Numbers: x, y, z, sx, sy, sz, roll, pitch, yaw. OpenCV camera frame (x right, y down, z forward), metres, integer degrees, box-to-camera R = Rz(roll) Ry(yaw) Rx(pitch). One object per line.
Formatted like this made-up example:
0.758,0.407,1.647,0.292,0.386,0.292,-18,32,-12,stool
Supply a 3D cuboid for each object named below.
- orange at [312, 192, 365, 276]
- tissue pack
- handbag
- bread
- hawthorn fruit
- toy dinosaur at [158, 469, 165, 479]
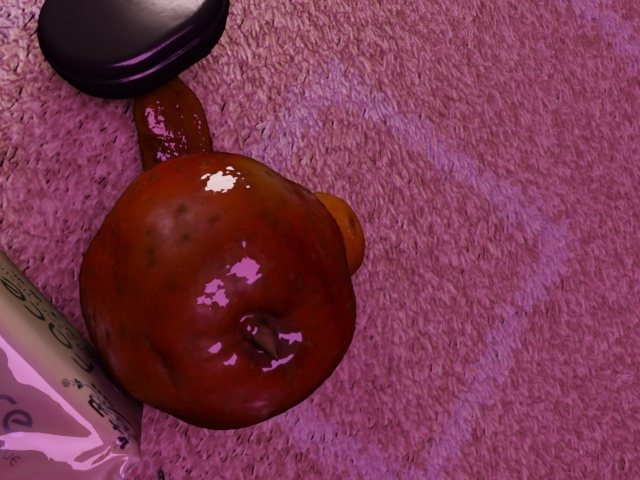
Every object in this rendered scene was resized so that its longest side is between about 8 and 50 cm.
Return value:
0.000,0.000,1.302,0.136,0.159,0.159,-24,94,19,orange
-0.434,0.174,1.033,0.205,0.332,0.405,-43,99,-6,tissue pack
-0.293,-0.352,1.220,0.308,0.093,0.254,-39,66,-17,handbag
-0.241,-0.147,1.265,0.124,0.084,0.344,-14,89,-32,bread
-0.123,0.085,1.062,0.403,0.403,0.402,2,85,-18,hawthorn fruit
-0.129,0.575,1.238,0.301,0.087,0.447,-4,92,-17,toy dinosaur
